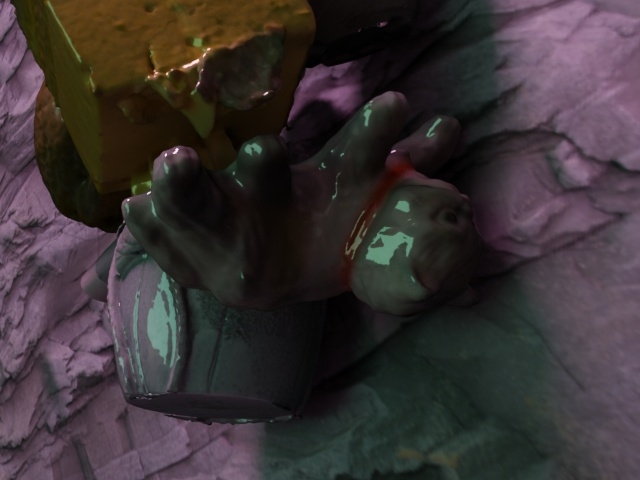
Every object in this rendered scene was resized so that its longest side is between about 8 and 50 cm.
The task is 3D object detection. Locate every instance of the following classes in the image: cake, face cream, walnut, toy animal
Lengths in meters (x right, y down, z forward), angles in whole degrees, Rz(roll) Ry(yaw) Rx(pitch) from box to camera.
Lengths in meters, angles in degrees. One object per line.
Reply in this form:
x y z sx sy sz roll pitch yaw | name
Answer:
-0.138 -0.171 0.909 0.286 0.222 0.227 58 160 16 | cake
-0.249 0.006 1.397 0.269 0.107 0.073 -41 60 40 | face cream
-0.313 -0.157 1.427 0.283 0.227 0.283 -172 90 -69 | walnut
0.000 0.000 0.853 0.266 0.308 0.188 -29 72 21 | toy animal

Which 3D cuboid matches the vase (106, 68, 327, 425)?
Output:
-0.113 -0.025 1.090 0.250 0.250 0.445 -22 61 51 | vase

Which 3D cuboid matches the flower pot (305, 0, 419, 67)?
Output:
0.020 -0.272 1.024 0.235 0.235 0.141 -22 86 51 | flower pot
